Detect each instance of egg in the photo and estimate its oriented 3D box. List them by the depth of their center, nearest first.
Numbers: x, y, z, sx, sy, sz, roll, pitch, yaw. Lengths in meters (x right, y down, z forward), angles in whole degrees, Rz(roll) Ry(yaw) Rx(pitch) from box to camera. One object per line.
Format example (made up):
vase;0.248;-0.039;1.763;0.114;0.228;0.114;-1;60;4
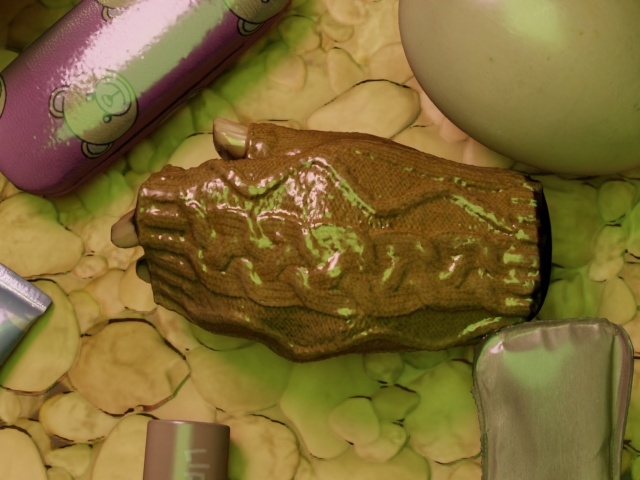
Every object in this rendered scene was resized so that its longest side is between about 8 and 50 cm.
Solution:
egg;0.178;-0.156;1.192;0.253;0.188;0.188;44;88;8

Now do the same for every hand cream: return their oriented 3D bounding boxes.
hand cream;-0.336;0.133;1.286;0.088;0.055;0.256;31;78;13

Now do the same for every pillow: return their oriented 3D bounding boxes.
pillow;0.182;0.176;1.177;0.130;0.038;0.233;-2;96;1

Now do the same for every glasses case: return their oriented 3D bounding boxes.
glasses case;-0.160;-0.166;1.300;0.316;0.076;0.123;-40;75;-1

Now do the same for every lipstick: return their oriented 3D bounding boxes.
lipstick;-0.117;0.276;1.210;0.070;0.070;0.254;2;79;9

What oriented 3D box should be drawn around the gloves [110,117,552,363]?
gloves;0.006;-0.002;1.202;0.356;0.155;0.203;1;81;7
